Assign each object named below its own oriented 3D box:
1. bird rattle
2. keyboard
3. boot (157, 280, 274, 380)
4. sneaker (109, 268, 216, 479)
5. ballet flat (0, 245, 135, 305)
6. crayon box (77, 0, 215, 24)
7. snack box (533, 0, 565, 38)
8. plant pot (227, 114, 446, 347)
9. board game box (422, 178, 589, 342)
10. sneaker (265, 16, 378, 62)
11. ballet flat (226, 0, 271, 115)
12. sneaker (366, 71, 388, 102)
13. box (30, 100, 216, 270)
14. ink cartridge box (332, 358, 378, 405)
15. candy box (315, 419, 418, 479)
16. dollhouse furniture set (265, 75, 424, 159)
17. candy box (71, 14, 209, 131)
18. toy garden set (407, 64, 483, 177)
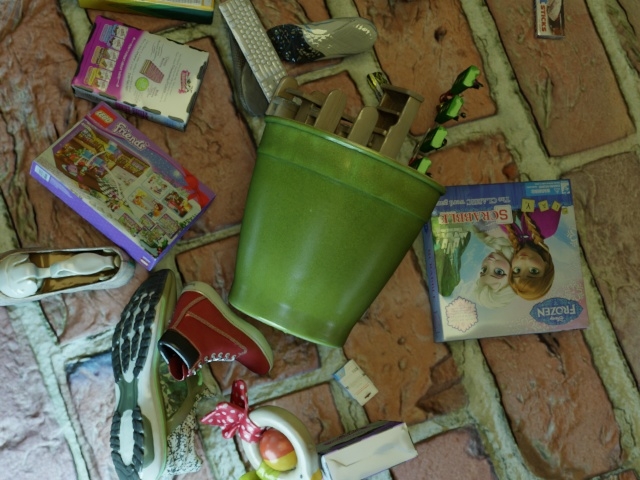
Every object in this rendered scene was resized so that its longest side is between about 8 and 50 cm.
[{"bbox_3d":[-0.090,0.372,1.713,0.143,0.207,0.253,-18,93,-51],"label":"bird rattle"},{"bbox_3d":[-0.119,-0.372,1.877,0.072,0.014,0.256,-37,104,-37],"label":"keyboard"},{"bbox_3d":[-0.196,0.216,1.719,0.244,0.088,0.176,46,46,-29],"label":"boot"},{"bbox_3d":[-0.287,0.260,1.757,0.182,0.158,0.410,12,76,-39],"label":"sneaker"},{"bbox_3d":[-0.509,0.055,1.740,0.316,0.106,0.107,-10,84,-11],"label":"ballet flat"},{"bbox_3d":[-0.368,-0.565,1.873,0.323,0.083,0.203,6,80,-9],"label":"crayon box"},{"bbox_3d":[0.502,-0.533,2.046,0.064,0.022,0.178,0,82,-8],"label":"snack box"},{"bbox_3d":[0.000,0.000,1.735,0.367,0.366,0.352,22,90,-6],"label":"plant pot"},{"bbox_3d":[0.377,0.040,1.913,0.319,0.066,0.317,-5,82,-10],"label":"board game box"},{"bbox_3d":[0.000,-0.418,1.925,0.237,0.086,0.085,-3,110,2],"label":"sneaker"},{"bbox_3d":[-0.153,-0.374,1.899,0.084,0.058,0.249,-11,88,-40],"label":"ballet flat"},{"bbox_3d":[0.131,-0.319,1.945,0.035,0.031,0.083,-29,88,-15],"label":"sneaker"},{"bbox_3d":[-0.374,-0.107,1.780,0.293,0.057,0.201,40,55,-2],"label":"box"},{"bbox_3d":[0.070,0.282,1.842,0.048,0.028,0.083,-39,89,-13],"label":"ink cartridge box"},{"bbox_3d":[0.072,0.399,1.738,0.165,0.196,0.070,-20,84,-13],"label":"candy box"},{"bbox_3d":[0.056,-0.263,1.823,0.242,0.212,0.161,22,94,-32],"label":"dollhouse furniture set"},{"bbox_3d":[-0.355,-0.330,1.844,0.234,0.071,0.159,18,78,-6],"label":"candy box"},{"bbox_3d":[0.246,-0.219,1.874,0.049,0.204,0.244,28,87,-5],"label":"toy garden set"}]
